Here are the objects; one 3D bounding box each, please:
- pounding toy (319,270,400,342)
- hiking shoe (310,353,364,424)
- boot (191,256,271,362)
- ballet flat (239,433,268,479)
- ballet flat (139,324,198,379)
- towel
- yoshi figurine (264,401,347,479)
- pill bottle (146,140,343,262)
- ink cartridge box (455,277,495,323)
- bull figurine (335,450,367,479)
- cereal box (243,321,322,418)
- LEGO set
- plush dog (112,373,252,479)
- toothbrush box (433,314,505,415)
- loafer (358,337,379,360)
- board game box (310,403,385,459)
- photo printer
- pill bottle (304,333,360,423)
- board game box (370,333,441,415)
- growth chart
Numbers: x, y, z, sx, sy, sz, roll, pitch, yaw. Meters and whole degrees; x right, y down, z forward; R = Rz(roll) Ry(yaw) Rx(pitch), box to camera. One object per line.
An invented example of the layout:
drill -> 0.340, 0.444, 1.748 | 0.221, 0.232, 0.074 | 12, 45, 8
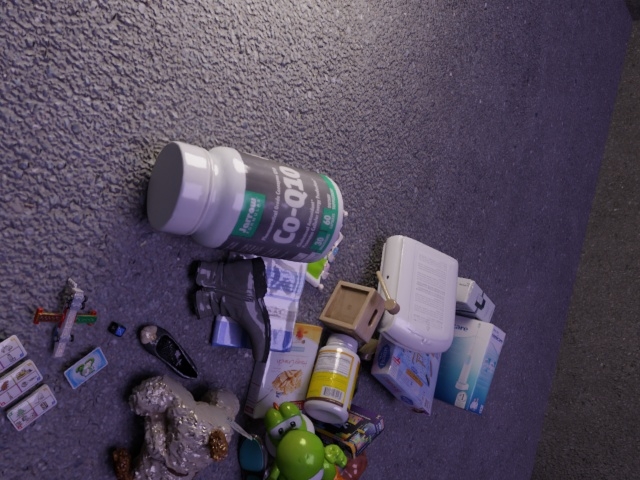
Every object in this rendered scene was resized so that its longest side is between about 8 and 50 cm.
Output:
pounding toy -> 0.133, 0.179, 1.527 | 0.094, 0.206, 0.181 | 49, 63, -41
hiking shoe -> 0.059, 0.425, 1.586 | 0.227, 0.086, 0.114 | -55, 132, -23
boot -> -0.196, 0.155, 1.241 | 0.161, 0.083, 0.246 | -6, 98, -13
ballet flat -> -0.159, 0.563, 1.404 | 0.068, 0.072, 0.213 | -40, 131, -69
ballet flat -> -0.309, 0.231, 1.175 | 0.057, 0.049, 0.173 | -57, 133, -25
towel -> -0.131, 0.116, 1.319 | 0.209, 0.034, 0.285 | 14, 87, -31
yoshi figurine -> -0.041, 0.539, 1.343 | 0.203, 0.203, 0.362 | -54, 141, -37
pill bottle -> -0.149, -0.073, 1.152 | 0.361, 0.204, 0.204 | 10, 90, -37
ink cartridge box -> 0.489, 0.206, 1.958 | 0.208, 0.153, 0.087 | 41, 67, -42
bull figurine -> 0.017, 0.698, 1.583 | 0.310, 0.101, 0.188 | -52, 129, -27
cereal box -> -0.091, 0.324, 1.430 | 0.173, 0.047, 0.240 | 16, 86, -47
LEGO set -> -0.473, 0.192, 1.011 | 0.244, 0.060, 0.182 | -39, 137, -34
plush dog -> -0.288, 0.428, 1.156 | 0.262, 0.210, 0.225 | 27, 106, -45
toothbrush box -> 0.472, 0.413, 1.934 | 0.126, 0.216, 0.295 | 32, 73, -46
loafer -> 0.156, 0.322, 1.696 | 0.148, 0.056, 0.050 | -10, 103, -57
board game box -> 0.066, 0.510, 1.548 | 0.141, 0.170, 0.048 | -31, 118, -41
photo printer -> 0.282, 0.168, 1.644 | 0.256, 0.107, 0.307 | 22, 65, -30
pill bottle -> 0.036, 0.358, 1.486 | 0.117, 0.117, 0.215 | 52, 42, -39
board game box -> 0.287, 0.337, 1.776 | 0.318, 0.066, 0.318 | 50, 48, -40
growth chart -> 0.000, 0.000, 1.486 | 0.172, 0.021, 0.237 | 31, 76, -47
